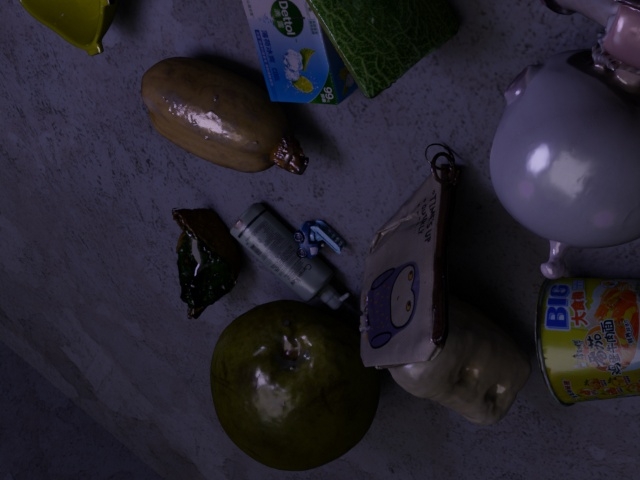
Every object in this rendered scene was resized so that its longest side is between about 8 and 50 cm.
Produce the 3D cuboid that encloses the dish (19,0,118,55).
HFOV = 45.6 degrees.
[{"bbox_3d":[-0.439,-0.476,1.360,0.262,0.108,0.221,41,142,7],"label":"dish"}]

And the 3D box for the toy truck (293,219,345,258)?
[{"bbox_3d":[0.000,0.000,1.447,0.090,0.056,0.073,4,119,24],"label":"toy truck"}]

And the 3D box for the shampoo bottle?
[{"bbox_3d":[-0.058,0.041,1.505,0.262,0.085,0.085,43,142,2],"label":"shampoo bottle"}]

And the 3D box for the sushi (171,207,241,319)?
[{"bbox_3d":[-0.246,0.053,1.639,0.149,0.140,0.287,34,142,24],"label":"sushi"}]

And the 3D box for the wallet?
[{"bbox_3d":[0.135,0.047,1.194,0.068,0.335,0.275,15,151,-14],"label":"wallet"}]

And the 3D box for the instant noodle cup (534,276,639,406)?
[{"bbox_3d":[0.418,0.136,1.096,0.153,0.205,0.205,-10,118,35],"label":"instant noodle cup"}]

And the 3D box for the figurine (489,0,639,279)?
[{"bbox_3d":[0.326,-0.146,0.890,0.253,0.211,0.361,30,138,18],"label":"figurine"}]

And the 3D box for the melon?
[{"bbox_3d":[0.024,-0.352,1.005,0.323,0.196,0.124,51,152,-3],"label":"melon"}]

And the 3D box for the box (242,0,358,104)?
[{"bbox_3d":[-0.030,-0.312,1.169,0.139,0.073,0.194,11,131,36],"label":"box"}]

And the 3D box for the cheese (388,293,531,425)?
[{"bbox_3d":[0.193,0.175,1.294,0.251,0.173,0.248,22,-169,-43],"label":"cheese"}]

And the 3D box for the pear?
[{"bbox_3d":[-0.055,0.295,1.536,0.352,0.352,0.413,31,153,16],"label":"pear"}]

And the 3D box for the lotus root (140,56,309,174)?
[{"bbox_3d":[-0.161,-0.212,1.322,0.343,0.151,0.169,25,153,17],"label":"lotus root"}]
